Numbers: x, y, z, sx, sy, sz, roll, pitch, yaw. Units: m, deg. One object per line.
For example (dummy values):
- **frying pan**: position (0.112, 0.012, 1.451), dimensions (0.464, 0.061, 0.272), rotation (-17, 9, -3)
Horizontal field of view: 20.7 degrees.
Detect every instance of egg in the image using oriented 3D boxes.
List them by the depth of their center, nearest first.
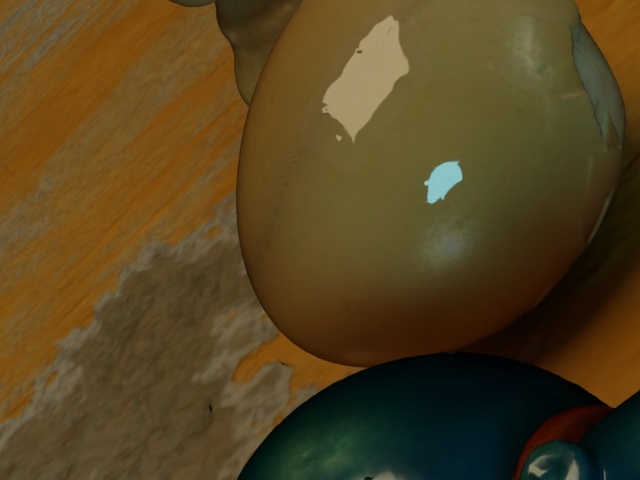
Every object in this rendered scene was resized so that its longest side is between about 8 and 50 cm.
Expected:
- **egg**: position (0.054, -0.045, 0.935), dimensions (0.244, 0.201, 0.201), rotation (-56, 31, -12)

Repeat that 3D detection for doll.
- **doll**: position (0.085, 0.131, 0.687), dimensions (0.322, 0.198, 0.186), rotation (-19, 56, 34)

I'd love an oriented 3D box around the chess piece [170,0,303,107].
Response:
- **chess piece**: position (-0.046, -0.199, 1.147), dimensions (0.167, 0.299, 0.167), rotation (-31, 35, 24)
